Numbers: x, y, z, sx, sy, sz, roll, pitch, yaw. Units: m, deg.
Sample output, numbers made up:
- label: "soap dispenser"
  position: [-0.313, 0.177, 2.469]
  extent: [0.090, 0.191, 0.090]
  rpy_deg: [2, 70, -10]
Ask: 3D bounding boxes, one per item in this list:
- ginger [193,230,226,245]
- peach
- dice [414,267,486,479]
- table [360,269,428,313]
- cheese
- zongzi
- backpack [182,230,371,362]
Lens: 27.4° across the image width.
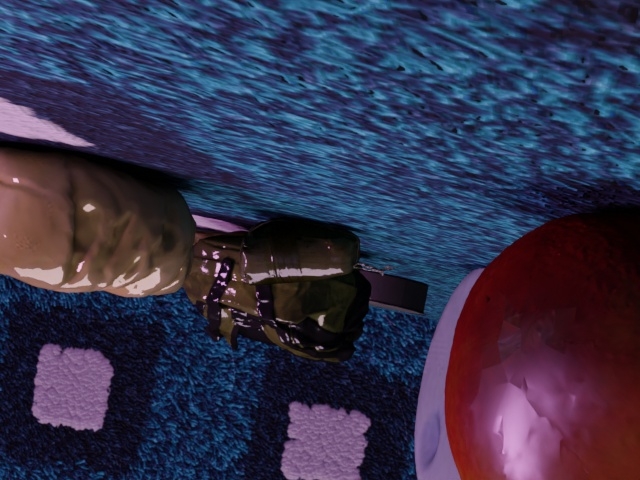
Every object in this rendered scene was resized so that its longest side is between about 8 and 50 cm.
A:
- label: "ginger"
  position: [-0.220, 0.013, 1.726]
  extent: [0.294, 0.086, 0.131]
  rpy_deg: [3, 150, 32]
- label: "peach"
  position: [0.190, 0.093, 0.797]
  extent: [0.245, 0.248, 0.274]
  rpy_deg: [52, 172, -24]
- label: "dice"
  position: [0.261, 0.178, 1.347]
  extent: [0.264, 0.262, 0.268]
  rpy_deg: [13, 176, -14]
- label: "table"
  position: [0.087, 0.073, 1.888]
  extent: [0.133, 0.043, 0.133]
  rpy_deg: [12, 175, 1]
- label: "cheese"
  position: [-0.219, -0.017, 1.171]
  extent: [0.214, 0.117, 0.226]
  rpy_deg: [10, -178, -29]
- label: "zongzi"
  position: [0.000, 0.000, 1.297]
  extent: [0.154, 0.062, 0.130]
  rpy_deg: [-4, -165, 7]
- label: "backpack"
  position: [-0.055, 0.063, 1.517]
  extent: [0.207, 0.140, 0.253]
  rpy_deg: [9, 174, 17]
